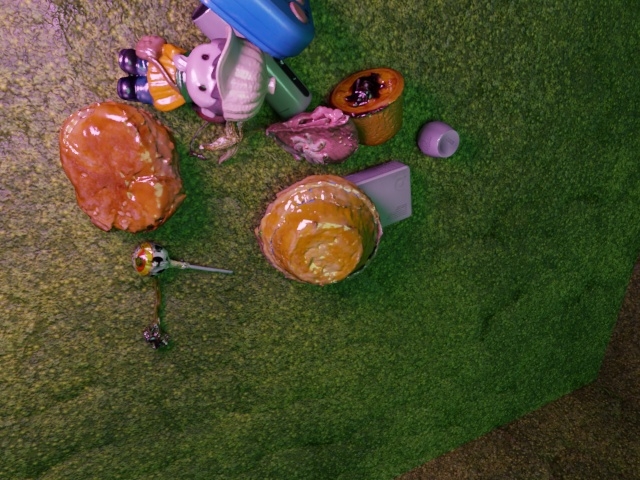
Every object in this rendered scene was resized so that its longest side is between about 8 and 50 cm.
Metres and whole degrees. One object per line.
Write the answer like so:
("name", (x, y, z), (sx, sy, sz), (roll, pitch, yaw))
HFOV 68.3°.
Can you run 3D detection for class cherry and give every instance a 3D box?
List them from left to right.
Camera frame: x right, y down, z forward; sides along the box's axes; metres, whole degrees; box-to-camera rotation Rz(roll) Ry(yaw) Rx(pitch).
("cherry", (-0.270, -0.308, 1.196), (0.107, 0.090, 0.225), (-3, 128, -33))

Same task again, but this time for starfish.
("starfish", (-0.217, -0.272, 1.216), (0.217, 0.050, 0.223), (-41, 172, -48))

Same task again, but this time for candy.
("candy", (-0.378, 0.067, 1.338), (0.306, 0.083, 0.091), (11, 113, -41))

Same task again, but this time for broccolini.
("broccolini", (-0.480, 0.202, 1.372), (0.058, 0.071, 0.254), (8, 108, 13))

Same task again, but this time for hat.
("hat", (0.010, -0.268, 1.307), (0.286, 0.237, 0.107), (22, 70, -64))

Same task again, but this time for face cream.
("face cream", (0.381, -0.326, 1.530), (0.117, 0.104, 0.117), (-12, 119, -22))

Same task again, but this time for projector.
("projector", (-0.160, -0.448, 1.167), (0.108, 0.108, 0.337), (-48, 127, 0))
("projector", (0.161, -0.131, 1.512), (0.257, 0.099, 0.191), (-21, 121, -19))

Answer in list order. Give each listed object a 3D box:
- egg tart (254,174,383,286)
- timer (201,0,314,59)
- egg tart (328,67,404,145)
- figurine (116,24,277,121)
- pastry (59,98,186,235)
("egg tart", (0.000, 0.000, 1.390), (0.389, 0.169, 0.387), (-3, 122, -4))
("timer", (-0.153, -0.549, 0.999), (0.115, 0.339, 0.309), (-35, 133, 30))
("egg tart", (0.142, -0.373, 1.321), (0.215, 0.215, 0.170), (-38, 137, -7))
("figurine", (-0.269, -0.364, 1.057), (0.204, 0.333, 0.185), (-10, 105, -64))
("pastry", (-0.451, -0.171, 1.100), (0.255, 0.162, 0.310), (-5, 114, 0))
